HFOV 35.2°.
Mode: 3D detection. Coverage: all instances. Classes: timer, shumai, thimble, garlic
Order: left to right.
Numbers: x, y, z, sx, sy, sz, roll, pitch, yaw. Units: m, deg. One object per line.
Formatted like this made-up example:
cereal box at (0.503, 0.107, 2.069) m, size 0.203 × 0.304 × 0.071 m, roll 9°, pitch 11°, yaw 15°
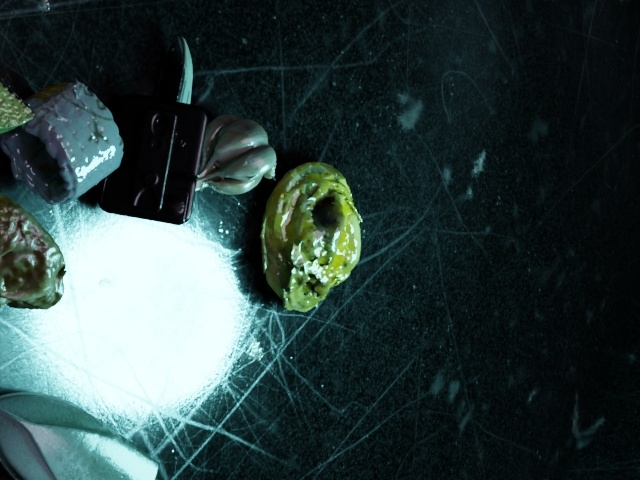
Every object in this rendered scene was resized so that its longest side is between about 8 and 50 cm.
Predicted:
shumai at (-0.437, 0.045, 1.313) m, size 0.153 × 0.161 × 0.209 m, roll -55°, pitch 151°, yaw -37°
thimble at (-0.361, -0.136, 1.406) m, size 0.118 × 0.127 × 0.151 m, roll -47°, pitch 117°, yaw -41°
timer at (-0.255, -0.125, 1.543) m, size 0.144 × 0.055 × 0.187 m, roll 10°, pitch 85°, yaw -7°
garlic at (-0.165, -0.134, 1.675) m, size 0.194 × 0.127 × 0.131 m, roll -22°, pitch 69°, yaw -31°

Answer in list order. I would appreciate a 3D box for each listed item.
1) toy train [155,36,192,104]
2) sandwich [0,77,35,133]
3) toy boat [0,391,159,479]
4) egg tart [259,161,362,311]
toy train at (-0.236, -0.200, 1.614) m, size 0.048 × 0.055 × 0.251 m, roll 19°, pitch 80°, yaw -56°
sandwich at (-0.511, -0.168, 1.231) m, size 0.245 × 0.063 × 0.212 m, roll 47°, pitch 59°, yaw -23°
toy boat at (-0.371, 0.319, 1.486) m, size 0.319 × 0.092 × 0.141 m, roll 47°, pitch 59°, yaw -35°
egg tart at (0.000, 0.000, 1.887) m, size 0.297 × 0.132 × 0.297 m, roll -21°, pitch 116°, yaw -51°
